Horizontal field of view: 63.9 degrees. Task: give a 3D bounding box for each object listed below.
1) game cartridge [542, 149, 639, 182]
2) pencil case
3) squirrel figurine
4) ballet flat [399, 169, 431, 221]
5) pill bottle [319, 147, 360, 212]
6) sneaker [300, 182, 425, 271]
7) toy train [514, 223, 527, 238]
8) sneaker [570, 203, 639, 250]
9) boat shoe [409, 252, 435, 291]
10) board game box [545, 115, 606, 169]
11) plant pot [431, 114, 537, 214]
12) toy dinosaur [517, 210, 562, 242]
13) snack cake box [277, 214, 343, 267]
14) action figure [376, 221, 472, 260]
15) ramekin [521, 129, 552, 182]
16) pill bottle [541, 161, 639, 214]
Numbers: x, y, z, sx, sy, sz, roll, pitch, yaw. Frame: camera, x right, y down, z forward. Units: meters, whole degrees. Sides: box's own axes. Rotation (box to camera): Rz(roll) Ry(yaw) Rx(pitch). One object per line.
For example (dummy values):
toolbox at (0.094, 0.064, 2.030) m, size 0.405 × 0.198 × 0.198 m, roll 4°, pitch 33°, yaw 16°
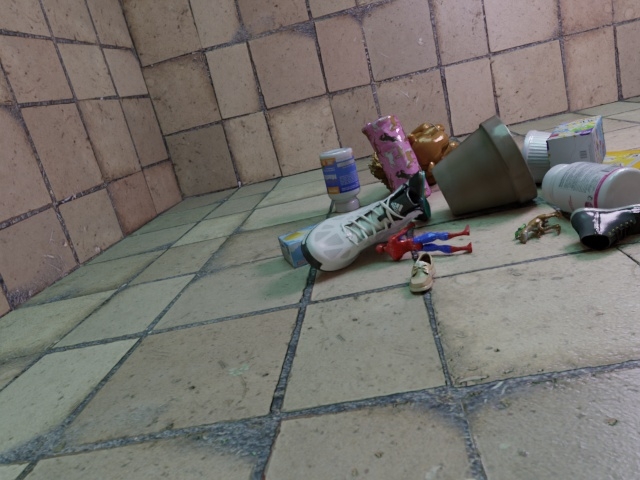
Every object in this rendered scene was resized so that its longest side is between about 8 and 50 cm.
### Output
game cartridge at (0.972, -0.243, 1.759) m, size 0.324 × 0.052 × 0.285 m, roll -24°, pitch 17°, yaw -31°
pencil case at (0.309, -0.324, 2.098) m, size 0.167 × 0.386 × 0.160 m, roll -22°, pitch 3°, yaw 27°
squirrel figurine at (0.423, -0.354, 2.294) m, size 0.397 × 0.281 × 0.370 m, roll -29°, pitch 1°, yaw 10°
ballet flat at (0.325, -0.144, 1.783) m, size 0.096 × 0.280 × 0.095 m, roll -1°, pitch 61°, yaw 16°
pill bottle at (0.095, -0.271, 2.316) m, size 0.152 × 0.272 × 0.152 m, roll -12°, pitch 15°, yaw 3°
sneaker at (0.150, -0.070, 1.586) m, size 0.447 × 0.169 × 0.257 m, roll -25°, pitch -14°, yaw -39°
toy train at (0.589, -0.028, 1.507) m, size 0.017 × 0.023 × 0.083 m, roll -1°, pitch 21°, yaw 39°
sneaker at (0.756, -0.024, 1.288) m, size 0.222 × 0.083 × 0.118 m, roll -2°, pitch 37°, yaw 16°
boat shoe at (0.264, 0.081, 1.345) m, size 0.063 × 0.059 × 0.170 m, roll -8°, pitch 17°, yaw 21°
board game box at (0.890, -0.325, 1.778) m, size 0.142 × 0.144 × 0.275 m, roll -5°, pitch 19°, yaw 36°
plant pot at (0.557, -0.231, 1.806) m, size 0.280 × 0.323 × 0.323 m, roll -27°, pitch 12°, yaw 14°
toy dinosaur at (0.643, -0.057, 1.489) m, size 0.112 × 0.064 × 0.211 m, roll 1°, pitch 21°, yaw 46°
snack cake box at (0.000, 0.000, 1.801) m, size 0.264 × 0.089 × 0.152 m, roll -19°, pitch 15°, yaw -15°
action figure at (0.309, -0.005, 1.552) m, size 0.280 × 0.091 × 0.139 m, roll -8°, pitch 23°, yaw 17°
ramekin at (0.851, -0.316, 1.967) m, size 0.109 × 0.207 × 0.207 m, roll 9°, pitch 26°, yaw 35°
pill bottle at (0.785, -0.143, 1.485) m, size 0.160 × 0.160 × 0.283 m, roll -16°, pitch 16°, yaw -7°
